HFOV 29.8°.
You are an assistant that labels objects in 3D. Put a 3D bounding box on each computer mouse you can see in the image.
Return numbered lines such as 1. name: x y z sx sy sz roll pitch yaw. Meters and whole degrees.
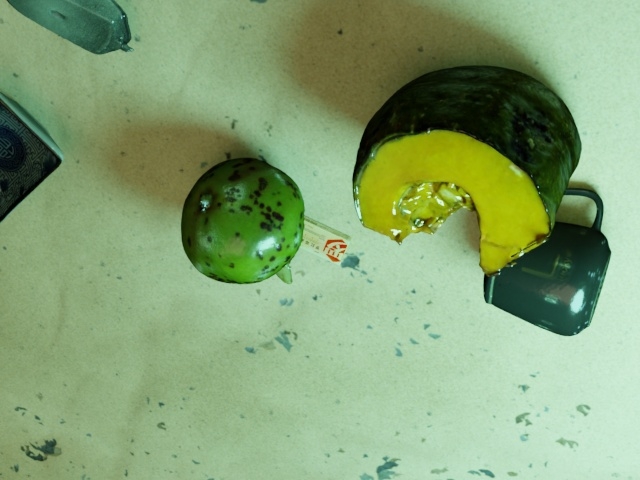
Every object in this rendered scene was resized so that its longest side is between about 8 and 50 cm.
1. computer mouse: -0.385 -0.368 1.873 0.229 0.068 0.113 27 147 -13

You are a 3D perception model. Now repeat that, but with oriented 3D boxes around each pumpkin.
1. pumpkin: 0.209 -0.117 1.725 0.303 0.225 0.256 20 130 6

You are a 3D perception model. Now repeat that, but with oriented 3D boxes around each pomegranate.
1. pomegranate: -0.113 -0.021 1.946 0.211 0.211 0.263 -13 152 27

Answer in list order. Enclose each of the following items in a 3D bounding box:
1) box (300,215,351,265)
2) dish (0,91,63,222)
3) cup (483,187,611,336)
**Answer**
1. box: 0.000 0.000 2.015 0.093 0.015 0.058 25 129 3
2. dish: -0.553 -0.157 2.071 0.182 0.080 0.243 45 128 -12
3. cup: 0.350 0.024 1.830 0.176 0.169 0.223 16 93 18
